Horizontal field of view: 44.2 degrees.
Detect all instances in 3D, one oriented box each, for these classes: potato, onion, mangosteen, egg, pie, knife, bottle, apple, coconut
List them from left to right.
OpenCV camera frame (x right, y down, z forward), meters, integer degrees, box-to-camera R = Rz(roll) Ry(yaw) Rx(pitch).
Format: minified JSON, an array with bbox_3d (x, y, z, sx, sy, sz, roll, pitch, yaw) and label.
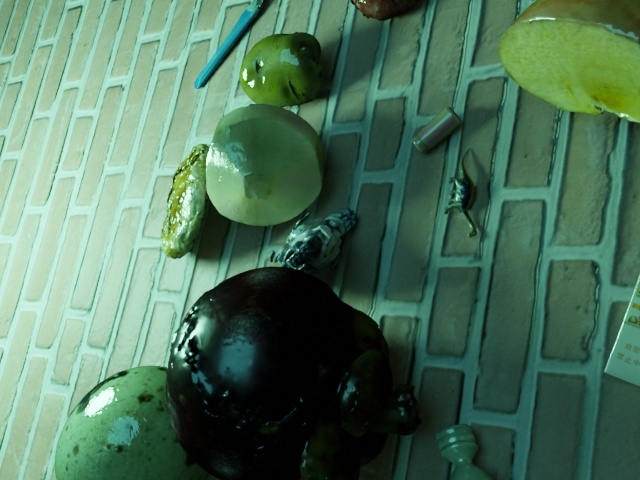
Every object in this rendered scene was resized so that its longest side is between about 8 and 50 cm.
[{"bbox_3d":[-0.358,0.405,1.539,0.379,0.288,0.287,-49,50,34],"label":"egg"},{"bbox_3d":[-0.299,-0.088,1.763,0.274,0.055,0.274,-166,90,-69],"label":"pie"},{"bbox_3d":[-0.223,-0.497,1.957,0.296,0.026,0.044,-50,49,12],"label":"knife"},{"bbox_3d":[-0.118,-0.153,1.622,0.259,0.259,0.259,-13,65,31],"label":"coconut"},{"bbox_3d":[-0.065,0.258,1.352,0.421,0.381,0.381,41,99,9],"label":"mangosteen"},{"bbox_3d":[-0.082,-0.373,1.734,0.200,0.137,0.154,-10,68,31],"label":"potato"},{"bbox_3d":[0.133,-0.561,1.650,0.184,0.147,0.184,-8,64,17],"label":"onion"},{"bbox_3d":[0.223,-0.210,1.515,0.096,0.045,0.045,-42,54,18],"label":"bottle"},{"bbox_3d":[0.461,-0.315,1.261,0.309,0.314,0.252,33,129,48],"label":"apple"}]

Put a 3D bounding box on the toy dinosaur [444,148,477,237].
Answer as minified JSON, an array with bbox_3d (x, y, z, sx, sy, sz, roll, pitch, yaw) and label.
[{"bbox_3d":[0.255,-0.089,1.451,0.058,0.037,0.180,-3,76,10],"label":"toy dinosaur"}]

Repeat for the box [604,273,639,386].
[{"bbox_3d":[0.515,0.115,1.166,0.122,0.032,0.220,22,96,40],"label":"box"}]

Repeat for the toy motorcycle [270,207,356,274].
[{"bbox_3d":[-0.004,-0.005,1.524,0.204,0.108,0.239,-42,14,-16],"label":"toy motorcycle"}]

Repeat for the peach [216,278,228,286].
[{"bbox_3d":[-0.186,0.136,1.642,0.101,0.101,0.100,-13,65,31],"label":"peach"}]

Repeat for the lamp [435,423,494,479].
[{"bbox_3d":[0.236,0.386,1.244,0.106,0.106,0.193,-29,49,24],"label":"lamp"}]
